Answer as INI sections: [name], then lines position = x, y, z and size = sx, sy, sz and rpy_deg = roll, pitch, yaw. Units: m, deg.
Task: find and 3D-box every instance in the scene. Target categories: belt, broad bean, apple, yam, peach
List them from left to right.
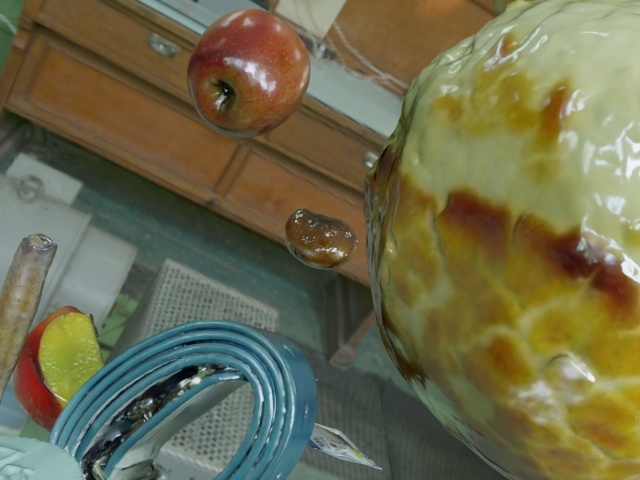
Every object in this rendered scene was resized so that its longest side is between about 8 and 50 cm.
[yam]
position = -0.366, 0.098, 0.873
size = 0.046, 0.263, 0.046
rpy_deg = 24, 25, -12
[peach]
position = -0.511, 0.250, 1.423
size = 0.154, 0.159, 0.267
rpy_deg = 9, 47, -49
[belt]
position = -0.213, 0.305, 1.147
size = 0.300, 0.437, 0.173
rpy_deg = 57, 9, 19
[apple]
position = -0.109, -0.250, 1.101
size = 0.181, 0.181, 0.168
rpy_deg = 37, 45, 6
[broad bean]
position = 0.000, 0.000, 1.319
size = 0.165, 0.114, 0.084
rpy_deg = 20, -31, 47

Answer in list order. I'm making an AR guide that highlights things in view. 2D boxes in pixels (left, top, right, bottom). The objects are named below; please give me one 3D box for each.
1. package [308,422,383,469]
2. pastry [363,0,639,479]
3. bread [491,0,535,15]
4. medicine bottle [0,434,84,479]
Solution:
[package]
position = 0.015, 0.386, 1.419
size = 0.173, 0.027, 0.171
rpy_deg = 28, -1, -31
[pastry]
position = 0.197, 0.021, 0.545
size = 0.313, 0.388, 0.388
rpy_deg = -38, 70, -23
[bread]
position = 0.265, -0.399, 0.972
size = 0.077, 0.200, 0.116
rpy_deg = -29, 26, -21
[medicine bottle]
position = -0.172, 0.263, 0.321
size = 0.158, 0.317, 0.158
rpy_deg = -3, 6, 0
